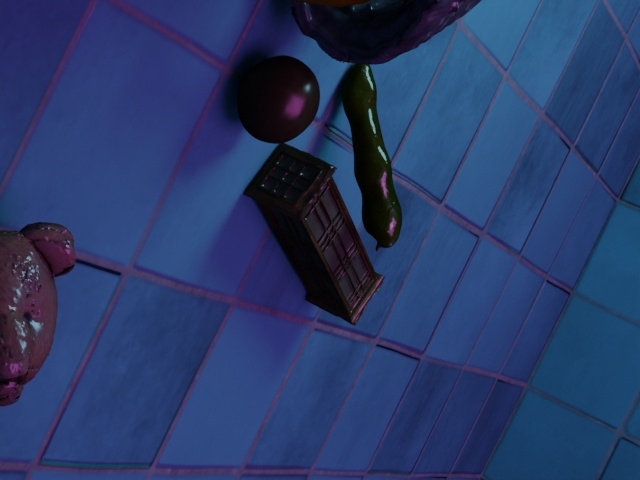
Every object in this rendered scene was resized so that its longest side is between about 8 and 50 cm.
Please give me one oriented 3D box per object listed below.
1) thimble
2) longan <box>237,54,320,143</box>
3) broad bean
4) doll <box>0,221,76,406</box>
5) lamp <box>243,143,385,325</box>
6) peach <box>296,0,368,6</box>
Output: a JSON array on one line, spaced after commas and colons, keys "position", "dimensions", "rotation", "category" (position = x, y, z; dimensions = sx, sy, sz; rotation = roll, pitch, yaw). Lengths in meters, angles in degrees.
[{"position": [0.081, -0.307, 1.312], "dimensions": [0.172, 0.236, 0.205], "rotation": [-45, 124, -39], "category": "thimble"}, {"position": [-0.048, -0.160, 1.371], "dimensions": [0.113, 0.092, 0.113], "rotation": [20, 90, -85], "category": "longan"}, {"position": [0.066, -0.113, 1.570], "dimensions": [0.053, 0.052, 0.256], "rotation": [-14, 95, -62], "category": "broad bean"}, {"position": [-0.337, 0.080, 1.007], "dimensions": [0.303, 0.156, 0.201], "rotation": [-1, 121, -56], "category": "doll"}, {"position": [0.000, 0.000, 1.601], "dimensions": [0.090, 0.089, 0.325], "rotation": [-56, 152, -16], "category": "lamp"}, {"position": [-0.014, -0.365, 1.047], "dimensions": [0.332, 0.308, 0.308], "rotation": [42, 75, -45], "category": "peach"}]
